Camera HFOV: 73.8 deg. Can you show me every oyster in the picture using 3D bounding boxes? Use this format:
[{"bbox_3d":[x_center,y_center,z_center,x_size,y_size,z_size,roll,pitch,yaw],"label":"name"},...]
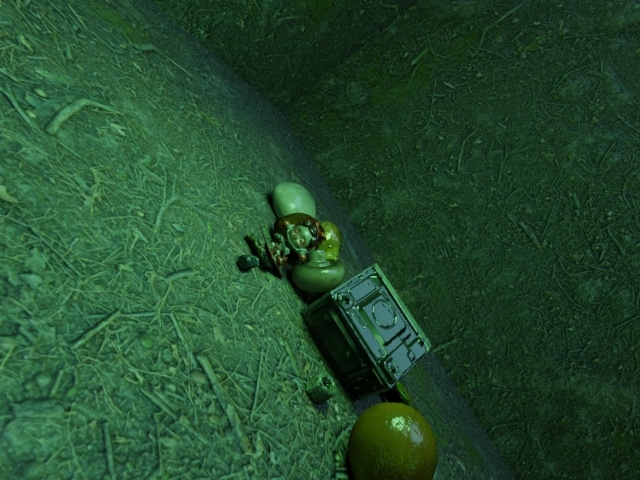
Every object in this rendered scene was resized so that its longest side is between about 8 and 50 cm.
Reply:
[{"bbox_3d":[-0.222,0.038,1.603,0.166,0.053,0.108,61,8,25],"label":"oyster"}]

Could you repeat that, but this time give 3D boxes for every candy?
[{"bbox_3d":[-0.129,-0.182,2.157,0.296,0.185,0.296,56,14,-21],"label":"candy"}]

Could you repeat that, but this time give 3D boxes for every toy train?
[{"bbox_3d":[0.327,0.669,1.867,0.296,0.100,0.160,56,12,4],"label":"toy train"}]

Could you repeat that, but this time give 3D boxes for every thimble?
[{"bbox_3d":[0.002,0.462,1.341,0.110,0.062,0.085,35,21,-55],"label":"thimble"}]

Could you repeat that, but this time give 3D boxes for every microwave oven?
[{"bbox_3d":[0.185,0.333,1.625,0.332,0.247,0.395,-26,79,-43],"label":"microwave oven"}]

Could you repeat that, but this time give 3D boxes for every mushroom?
[{"bbox_3d":[-0.010,0.123,1.760,0.226,0.226,0.178,-19,117,-76],"label":"mushroom"}]

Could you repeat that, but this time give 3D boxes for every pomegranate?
[{"bbox_3d":[0.000,0.000,2.123,0.215,0.215,0.215,50,15,-18],"label":"pomegranate"}]

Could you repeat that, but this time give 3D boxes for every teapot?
[{"bbox_3d":[-0.252,0.074,1.451,0.083,0.063,0.049,14,74,-73],"label":"teapot"}]

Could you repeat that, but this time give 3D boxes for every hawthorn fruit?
[{"bbox_3d":[-0.111,-0.031,1.880,0.248,0.208,0.208,28,8,15],"label":"hawthorn fruit"}]

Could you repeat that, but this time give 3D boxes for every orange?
[{"bbox_3d":[0.211,0.621,1.256,0.274,0.274,0.274,50,15,-18],"label":"orange"}]

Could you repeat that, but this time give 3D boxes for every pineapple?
[{"bbox_3d":[-0.013,0.138,1.964,0.139,0.250,0.164,3,11,-33],"label":"pineapple"}]

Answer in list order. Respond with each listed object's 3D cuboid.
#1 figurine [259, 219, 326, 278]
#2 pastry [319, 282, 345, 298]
[{"bbox_3d":[-0.092,0.004,1.673,0.160,0.225,0.184,73,-7,-54],"label":"figurine"},{"bbox_3d":[0.081,0.270,1.858,0.188,0.103,0.189,20,62,-45],"label":"pastry"}]
